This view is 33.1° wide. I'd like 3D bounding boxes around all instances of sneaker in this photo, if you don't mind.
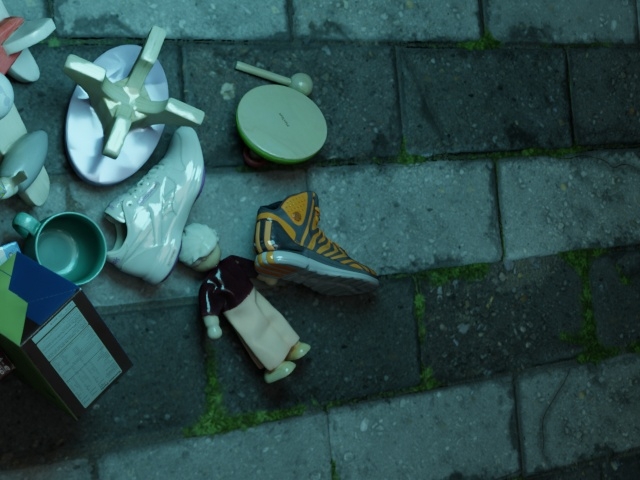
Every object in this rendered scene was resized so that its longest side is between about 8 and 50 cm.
[{"bbox_3d":[0.000,0.000,2.154,0.321,0.125,0.180,21,59,-45],"label":"sneaker"},{"bbox_3d":[-0.306,-0.079,1.981,0.152,0.114,0.305,21,76,-24],"label":"sneaker"}]

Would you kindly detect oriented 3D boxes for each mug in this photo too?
[{"bbox_3d":[-0.460,0.007,1.895,0.129,0.097,0.157,-29,100,-31],"label":"mug"}]

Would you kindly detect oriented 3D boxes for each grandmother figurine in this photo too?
[{"bbox_3d":[-0.164,0.114,2.073,0.342,0.104,0.208,55,37,-14],"label":"grandmother figurine"}]

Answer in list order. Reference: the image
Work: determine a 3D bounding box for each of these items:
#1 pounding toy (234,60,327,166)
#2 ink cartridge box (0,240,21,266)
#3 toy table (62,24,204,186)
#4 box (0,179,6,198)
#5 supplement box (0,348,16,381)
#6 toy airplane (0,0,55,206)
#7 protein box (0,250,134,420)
[{"bbox_3d":[-0.093,-0.225,2.136,0.183,0.110,0.236,5,56,-19],"label":"pounding toy"},{"bbox_3d":[-0.571,0.064,1.856,0.122,0.052,0.088,-24,100,-31],"label":"ink cartridge box"},{"bbox_3d":[-0.346,-0.241,1.921,0.252,0.161,0.274,11,76,-21],"label":"toy table"},{"bbox_3d":[-0.657,-0.082,1.508,0.279,0.177,0.290,-46,129,-1],"label":"box"},{"bbox_3d":[-0.628,0.260,1.770,0.239,0.130,0.073,-44,108,-23],"label":"supplement box"},{"bbox_3d":[-0.567,-0.252,1.742,0.386,0.272,0.384,9,94,-47],"label":"toy airplane"},{"bbox_3d":[-0.455,0.157,1.797,0.136,0.200,0.201,-46,136,-23],"label":"protein box"}]
